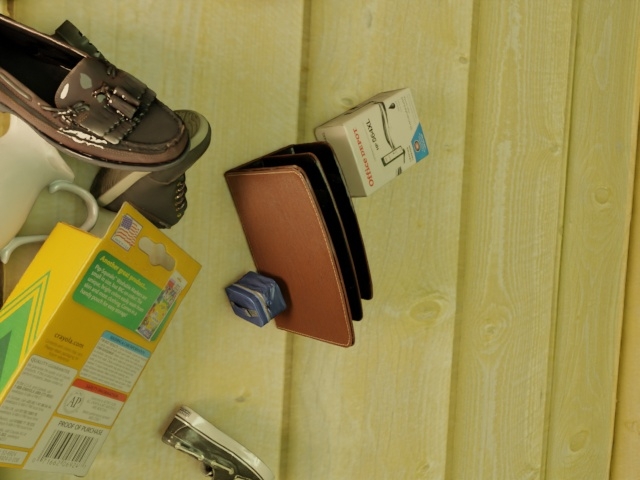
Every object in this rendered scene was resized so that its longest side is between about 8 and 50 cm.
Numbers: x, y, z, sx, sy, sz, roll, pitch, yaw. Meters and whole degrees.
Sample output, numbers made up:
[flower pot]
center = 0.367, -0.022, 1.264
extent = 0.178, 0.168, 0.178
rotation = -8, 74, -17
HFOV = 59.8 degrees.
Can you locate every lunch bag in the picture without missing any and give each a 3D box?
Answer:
[lunch bag]
center = -0.109, 0.100, 0.919
extent = 0.065, 0.098, 0.067
rotation = -36, 121, -30

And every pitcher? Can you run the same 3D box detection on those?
[pitcher]
center = -0.381, -0.037, 0.661
extent = 0.178, 0.125, 0.207
rotation = 56, 49, -24

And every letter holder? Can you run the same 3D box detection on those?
[letter holder]
center = 0.000, 0.000, 0.927
extent = 0.152, 0.214, 0.302
rotation = -30, 112, -35

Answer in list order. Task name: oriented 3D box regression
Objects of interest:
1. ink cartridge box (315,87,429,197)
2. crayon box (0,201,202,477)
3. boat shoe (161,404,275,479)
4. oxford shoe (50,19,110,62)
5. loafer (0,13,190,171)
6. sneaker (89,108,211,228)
[ink cartridge box]
center = 0.105, -0.191, 1.087
extent = 0.203, 0.085, 0.148
rotation = -36, 116, -33
[crayon box]
center = -0.304, 0.123, 0.715
extent = 0.323, 0.083, 0.203
rotation = -63, 153, -17
[boat shoe]
center = -0.166, 0.355, 0.910
extent = 0.219, 0.077, 0.070
rotation = 46, 64, -24
[oxford shoe]
center = -0.293, -0.176, 0.763
extent = 0.096, 0.082, 0.227
rotation = -47, 120, -9
[loafer]
center = -0.290, -0.172, 0.624
extent = 0.302, 0.095, 0.109
rotation = 24, 58, 3
[sneaker]
center = -0.203, -0.093, 0.764
extent = 0.118, 0.221, 0.083
rotation = 30, 47, -44
